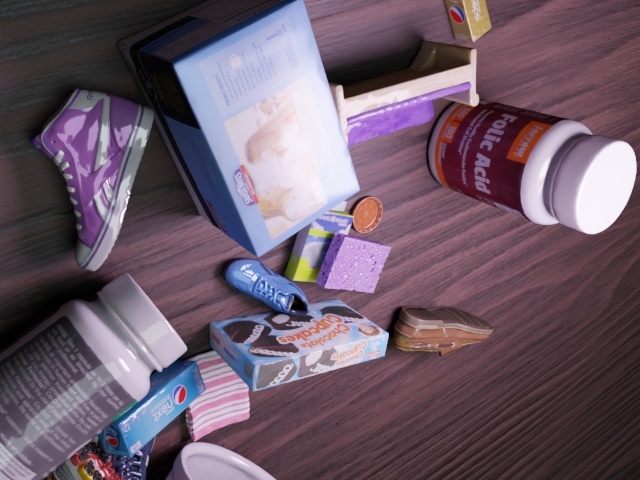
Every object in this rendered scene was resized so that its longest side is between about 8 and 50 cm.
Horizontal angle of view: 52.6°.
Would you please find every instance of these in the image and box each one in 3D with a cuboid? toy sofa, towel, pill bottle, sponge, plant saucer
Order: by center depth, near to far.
[{"bbox_3d":[-0.411,0.227,1.046,0.361,0.204,0.204,-39,128,-16],"label":"pill bottle"},{"bbox_3d":[0.134,-0.266,1.273,0.362,0.150,0.177,-22,121,-28],"label":"toy sofa"},{"bbox_3d":[-0.213,0.314,1.353,0.144,0.029,0.197,-15,119,-32],"label":"towel"},{"bbox_3d":[0.441,-0.165,1.390,0.224,0.392,0.224,-16,118,-31],"label":"pill bottle"},{"bbox_3d":[0.076,0.052,1.414,0.210,0.031,0.117,11,103,-57],"label":"sponge"},{"bbox_3d":[0.102,-0.058,1.433,0.083,0.013,0.084,-17,120,-31],"label":"plant saucer"}]

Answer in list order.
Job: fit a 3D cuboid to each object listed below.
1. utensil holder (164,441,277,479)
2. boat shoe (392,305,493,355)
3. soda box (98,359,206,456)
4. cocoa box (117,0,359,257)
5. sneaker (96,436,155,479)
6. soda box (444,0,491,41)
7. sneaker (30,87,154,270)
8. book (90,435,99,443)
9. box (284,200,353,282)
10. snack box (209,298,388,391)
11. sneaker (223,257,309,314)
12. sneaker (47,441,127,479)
[{"bbox_3d":[-0.244,0.664,1.292,0.327,0.327,0.386,33,89,-41],"label":"utensil holder"},{"bbox_3d":[0.311,0.237,1.674,0.307,0.110,0.105,11,107,-30],"label":"boat shoe"},{"bbox_3d":[-0.306,0.300,1.183,0.210,0.071,0.067,-37,117,-53],"label":"soda box"},{"bbox_3d":[-0.123,-0.195,1.057,0.231,0.228,0.347,-35,127,-20],"label":"cocoa box"},{"bbox_3d":[-0.370,0.464,1.216,0.131,0.148,0.350,14,97,-39],"label":"sneaker"},{"bbox_3d":[0.297,-0.510,1.346,0.061,0.058,0.181,-40,129,-16],"label":"soda box"},{"bbox_3d":[-0.378,-0.097,1.010,0.161,0.102,0.282,14,100,-27],"label":"sneaker"},{"bbox_3d":[-0.438,0.386,1.169,0.035,0.096,0.144,13,102,-37],"label":"book"},{"bbox_3d":[0.000,0.000,1.363,0.109,0.042,0.178,8,106,-40],"label":"box"},{"bbox_3d":[-0.042,0.203,1.327,0.321,0.187,0.060,-7,114,-35],"label":"snack box"},{"bbox_3d":[-0.101,0.097,1.306,0.209,0.082,0.069,32,92,-40],"label":"sneaker"},{"bbox_3d":[-0.378,0.448,1.116,0.092,0.088,0.225,-28,105,8],"label":"sneaker"}]
